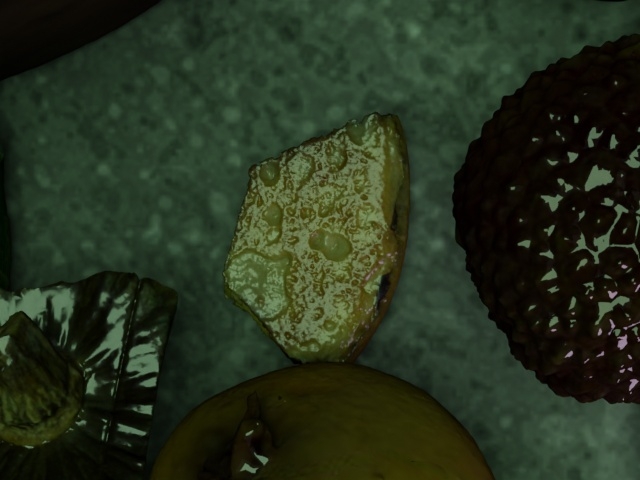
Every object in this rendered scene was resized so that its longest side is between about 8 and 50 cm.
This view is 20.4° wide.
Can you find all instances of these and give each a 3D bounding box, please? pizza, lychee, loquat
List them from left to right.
[{"bbox_3d":[0.000,0.000,1.026,0.099,0.036,0.160,13,90,6],"label":"pizza"},{"bbox_3d":[0.000,0.167,0.939,0.208,0.208,0.208,0,89,7],"label":"loquat"},{"bbox_3d":[0.166,-0.017,0.930,0.188,0.188,0.188,0,89,7],"label":"lychee"}]

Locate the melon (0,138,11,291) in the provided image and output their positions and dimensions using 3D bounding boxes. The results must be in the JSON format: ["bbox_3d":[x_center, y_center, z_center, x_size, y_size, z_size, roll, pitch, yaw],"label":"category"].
[{"bbox_3d":[-0.273,0.068,1.006,0.124,0.196,0.323,38,89,31],"label":"melon"}]

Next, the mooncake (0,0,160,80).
[{"bbox_3d":[-0.183,-0.184,0.929,0.290,0.290,0.161,-26,86,6],"label":"mooncake"}]

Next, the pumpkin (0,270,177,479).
[{"bbox_3d":[-0.160,0.145,0.968,0.131,0.126,0.248,9,109,7],"label":"pumpkin"}]
